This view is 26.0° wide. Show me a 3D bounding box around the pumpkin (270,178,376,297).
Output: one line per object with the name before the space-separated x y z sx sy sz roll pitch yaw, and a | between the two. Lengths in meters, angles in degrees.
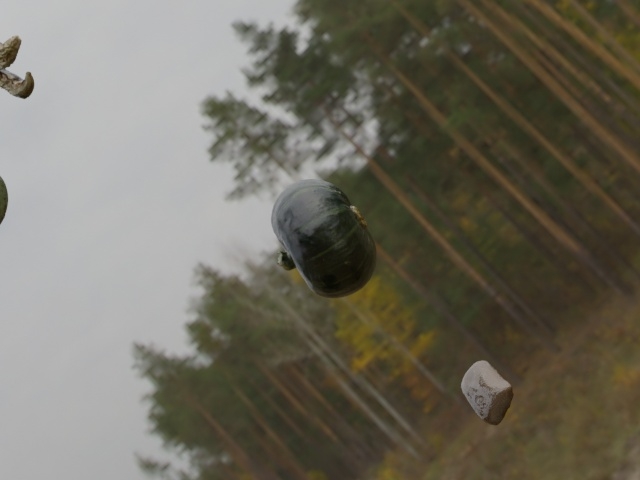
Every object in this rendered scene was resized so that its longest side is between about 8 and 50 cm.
pumpkin | 0.003 -0.002 1.831 0.125 0.167 0.167 -33 -2 19

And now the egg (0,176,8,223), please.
egg | -0.430 -0.044 1.716 0.085 0.085 0.110 -50 35 43

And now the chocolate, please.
chocolate | 0.208 0.192 1.783 0.064 0.031 0.100 -68 26 17

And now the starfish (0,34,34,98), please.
starfish | -0.441 -0.247 1.754 0.071 0.238 0.216 -39 -33 -16
